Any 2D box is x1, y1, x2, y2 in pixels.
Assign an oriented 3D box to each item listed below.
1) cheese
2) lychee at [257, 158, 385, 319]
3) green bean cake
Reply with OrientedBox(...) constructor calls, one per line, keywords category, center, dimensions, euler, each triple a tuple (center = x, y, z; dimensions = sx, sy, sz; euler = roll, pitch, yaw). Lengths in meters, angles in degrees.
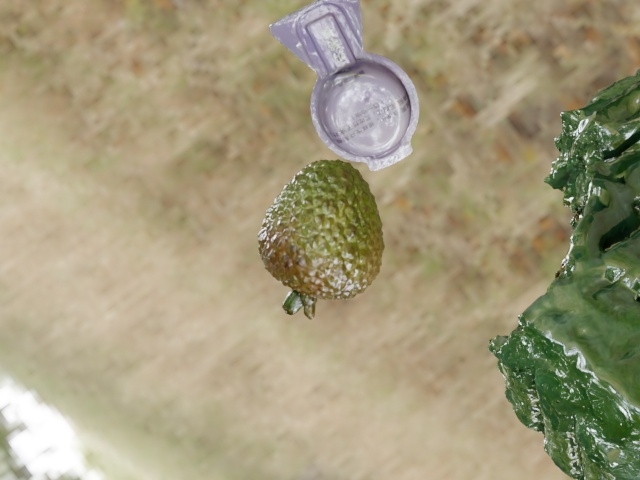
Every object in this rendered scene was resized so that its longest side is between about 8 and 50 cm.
OrientedBox(category="cheese", center=(0.032, -0.150, 1.843), dimensions=(0.042, 0.105, 0.191), euler=(-109, -8, -62))
OrientedBox(category="lychee", center=(0.000, 0.000, 1.670), dimensions=(0.114, 0.146, 0.114), euler=(14, -171, -2))
OrientedBox(category="green bean cake", center=(0.272, 0.030, 1.498), dimensions=(0.300, 0.308, 0.169), euler=(52, 172, 33))
